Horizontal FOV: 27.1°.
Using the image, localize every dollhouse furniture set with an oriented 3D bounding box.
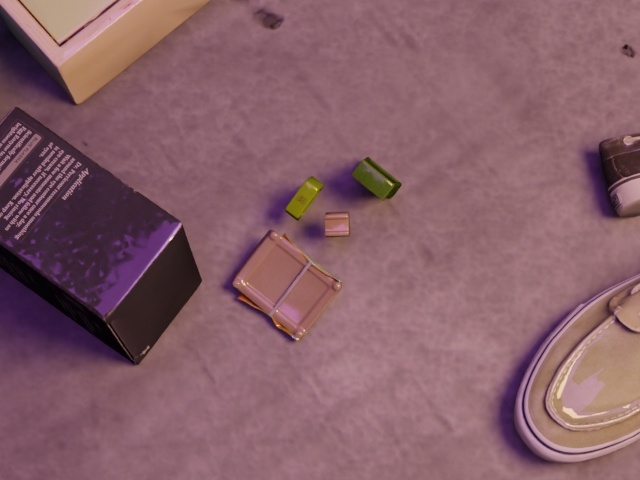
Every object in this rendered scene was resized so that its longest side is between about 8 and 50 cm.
[{"bbox_3d":[0.000,0.000,1.075,0.076,0.058,0.151,38,97,4],"label":"dollhouse furniture set"}]

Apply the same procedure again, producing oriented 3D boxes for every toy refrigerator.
[{"bbox_3d":[-0.138,-0.246,1.112,0.269,0.094,0.102,-40,77,-9],"label":"toy refrigerator"}]

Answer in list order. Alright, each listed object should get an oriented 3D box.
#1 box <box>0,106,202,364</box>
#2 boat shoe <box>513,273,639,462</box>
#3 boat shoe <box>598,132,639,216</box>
[{"bbox_3d":[-0.184,0.001,1.009,0.158,0.156,0.093,35,76,10],"label":"box"},{"bbox_3d":[0.273,0.057,1.014,0.302,0.094,0.109,-37,76,-9],"label":"boat shoe"},{"bbox_3d":[0.334,-0.080,1.062,0.219,0.078,0.070,-13,75,-1],"label":"boat shoe"}]
